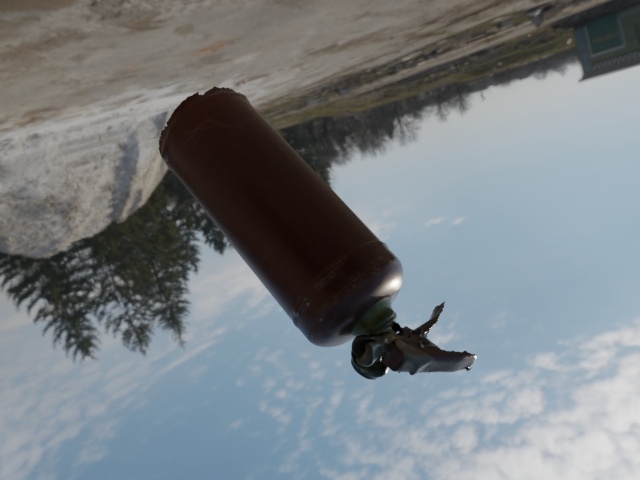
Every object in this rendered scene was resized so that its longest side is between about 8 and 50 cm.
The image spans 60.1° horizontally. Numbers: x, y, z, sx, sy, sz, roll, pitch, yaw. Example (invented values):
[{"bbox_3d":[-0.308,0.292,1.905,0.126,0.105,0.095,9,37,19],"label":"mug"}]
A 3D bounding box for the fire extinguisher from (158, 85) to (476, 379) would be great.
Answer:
[{"bbox_3d":[0.000,0.000,0.506,0.147,0.337,0.107,-17,148,-47],"label":"fire extinguisher"}]
